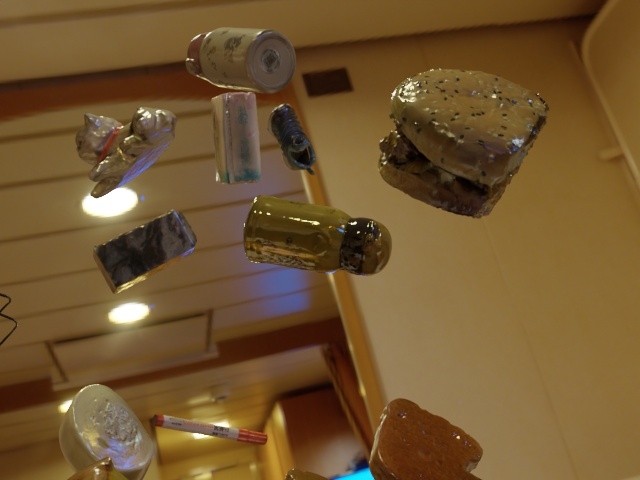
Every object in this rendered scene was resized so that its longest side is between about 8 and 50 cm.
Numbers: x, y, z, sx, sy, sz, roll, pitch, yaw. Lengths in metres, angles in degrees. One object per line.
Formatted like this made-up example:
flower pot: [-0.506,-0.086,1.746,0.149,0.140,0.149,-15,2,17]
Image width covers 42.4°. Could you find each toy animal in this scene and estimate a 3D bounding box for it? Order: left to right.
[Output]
toy animal: [-0.500,-0.275,2.095,0.266,0.188,0.308,-22,-14,-14]

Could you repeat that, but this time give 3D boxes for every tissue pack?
tissue pack: [-0.257,-0.306,2.497,0.124,0.270,0.201,-6,7,-19]

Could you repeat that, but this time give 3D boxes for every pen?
pen: [-0.220,0.382,1.665,0.239,0.028,0.028,16,-33,-22]

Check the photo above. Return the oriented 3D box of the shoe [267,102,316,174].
shoe: [-0.067,-0.269,2.203,0.092,0.106,0.207,-36,-56,-18]

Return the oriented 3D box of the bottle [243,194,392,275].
bottle: [0.000,0.000,2.020,0.352,0.171,0.171,11,-17,14]

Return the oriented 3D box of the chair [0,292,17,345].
chair: [-0.771,0.143,1.720,0.145,0.140,0.221,-49,-58,-2]

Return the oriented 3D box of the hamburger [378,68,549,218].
hamburger: [0.254,-0.188,1.536,0.277,0.318,0.195,23,-50,11]

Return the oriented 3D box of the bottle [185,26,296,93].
bottle: [-0.154,-0.326,1.479,0.110,0.109,0.233,5,9,-42]

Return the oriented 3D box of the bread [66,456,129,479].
bread: [-0.421,0.498,1.396,0.270,0.148,0.270,-43,11,10]

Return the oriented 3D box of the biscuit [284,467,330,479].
biscuit: [-0.005,0.522,1.663,0.170,0.170,0.050,23,-87,-58]

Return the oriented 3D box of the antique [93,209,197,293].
antique: [-0.330,0.018,1.570,0.183,0.088,0.086,-28,-3,-20]

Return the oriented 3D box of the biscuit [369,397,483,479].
biscuit: [0.210,0.390,1.394,0.277,0.262,0.052,-62,-3,-70]

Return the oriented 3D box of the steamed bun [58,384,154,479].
steamed bun: [-0.521,0.485,1.958,0.155,0.250,0.200,-27,-19,-45]
